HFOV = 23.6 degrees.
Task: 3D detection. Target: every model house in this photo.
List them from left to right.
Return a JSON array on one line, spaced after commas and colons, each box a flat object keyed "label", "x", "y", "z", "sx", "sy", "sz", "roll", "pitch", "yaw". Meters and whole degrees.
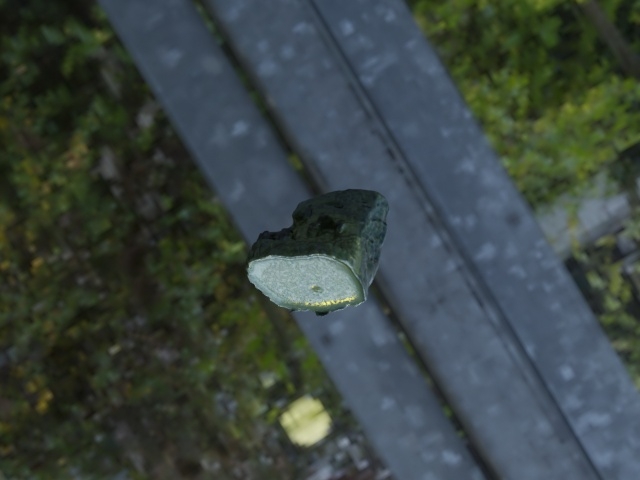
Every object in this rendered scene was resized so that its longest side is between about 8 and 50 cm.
[{"label": "model house", "x": 0.000, "y": 0.000, "z": 1.032, "sx": 0.079, "sy": 0.066, "sz": 0.083, "roll": -6, "pitch": -134, "yaw": 27}]
